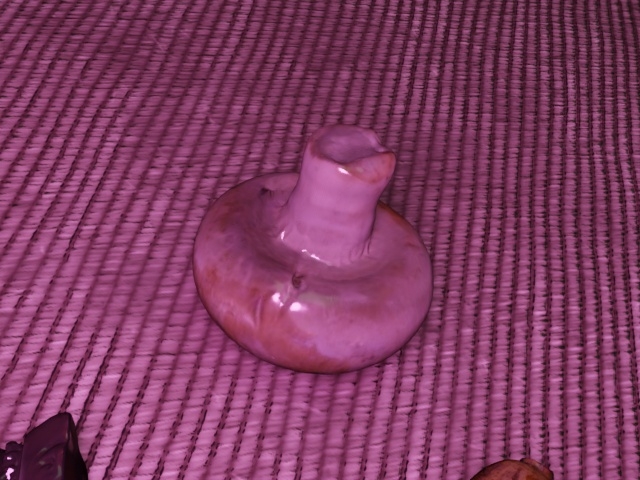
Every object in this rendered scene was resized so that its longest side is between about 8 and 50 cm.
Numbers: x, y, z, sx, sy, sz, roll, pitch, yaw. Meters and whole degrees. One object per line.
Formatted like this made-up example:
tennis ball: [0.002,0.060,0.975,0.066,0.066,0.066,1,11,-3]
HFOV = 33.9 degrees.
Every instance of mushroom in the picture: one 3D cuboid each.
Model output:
mushroom: [0.000,0.000,1.022,0.243,0.243,0.244,9,44,-9]

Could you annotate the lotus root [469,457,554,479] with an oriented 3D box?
lotus root: [0.148,0.255,0.913,0.080,0.089,0.179,16,41,43]

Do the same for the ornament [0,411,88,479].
ornament: [-0.309,0.242,0.780,0.260,0.106,0.251,0,39,-6]
